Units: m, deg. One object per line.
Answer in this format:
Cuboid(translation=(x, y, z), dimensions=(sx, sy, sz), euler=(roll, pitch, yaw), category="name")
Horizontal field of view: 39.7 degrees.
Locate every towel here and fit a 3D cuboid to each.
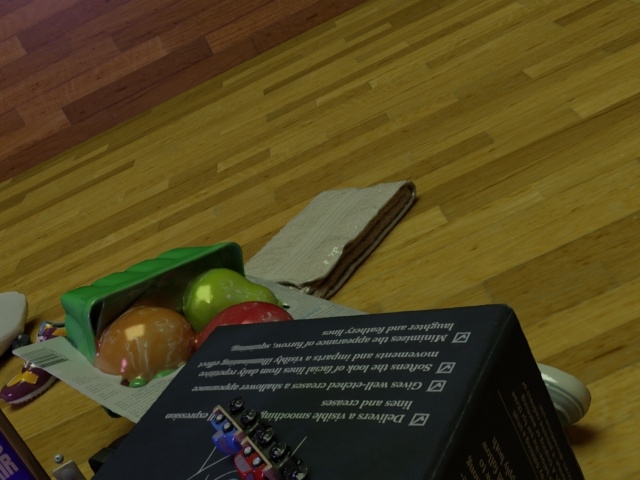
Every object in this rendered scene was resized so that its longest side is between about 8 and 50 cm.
Cuboid(translation=(0.000, 0.000, 1.303), dimensions=(0.187, 0.049, 0.282), euler=(-3, 34, 43), category="towel")

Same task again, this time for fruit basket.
Cuboid(translation=(-0.126, 0.130, 1.038), dimensions=(0.353, 0.165, 0.327), euler=(21, 32, 36), category="fruit basket")

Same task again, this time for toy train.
Cuboid(translation=(-0.035, 0.139, 0.556), dimensions=(0.036, 0.027, 0.158), euler=(-44, 27, -9), category="toy train")

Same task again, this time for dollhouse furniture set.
Cuboid(translation=(-0.302, 0.297, 0.977), dimensions=(0.114, 0.081, 0.091), euler=(-30, 23, -6), category="dollhouse furniture set")

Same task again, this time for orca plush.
Cuboid(translation=(-0.582, 0.203, 1.509), dimensions=(0.151, 0.102, 0.287), euler=(15, 33, -14), category="orca plush")

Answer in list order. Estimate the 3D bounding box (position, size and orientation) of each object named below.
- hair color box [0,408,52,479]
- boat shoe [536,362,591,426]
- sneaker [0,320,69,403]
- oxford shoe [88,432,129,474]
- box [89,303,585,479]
Cuboid(translation=(-0.277, 0.233, 0.756), dimensions=(0.110, 0.339, 0.185), euler=(-36, 25, -19), category="hair color box")
Cuboid(translation=(0.132, 0.165, 0.803), dimensions=(0.227, 0.079, 0.081), euler=(-13, 36, 41), category="boat shoe")
Cuboid(translation=(-0.422, 0.170, 1.361), dimensions=(0.185, 0.084, 0.069), euler=(-38, 26, -24), category="sneaker")
Cuboid(translation=(-0.158, 0.237, 0.949), dimensions=(0.227, 0.083, 0.096), euler=(4, 34, 48), category="oxford shoe")
Cuboid(translation=(-0.023, 0.250, 0.611), dimensions=(0.293, 0.212, 0.395), euler=(-8, 30, 37), category="box")
